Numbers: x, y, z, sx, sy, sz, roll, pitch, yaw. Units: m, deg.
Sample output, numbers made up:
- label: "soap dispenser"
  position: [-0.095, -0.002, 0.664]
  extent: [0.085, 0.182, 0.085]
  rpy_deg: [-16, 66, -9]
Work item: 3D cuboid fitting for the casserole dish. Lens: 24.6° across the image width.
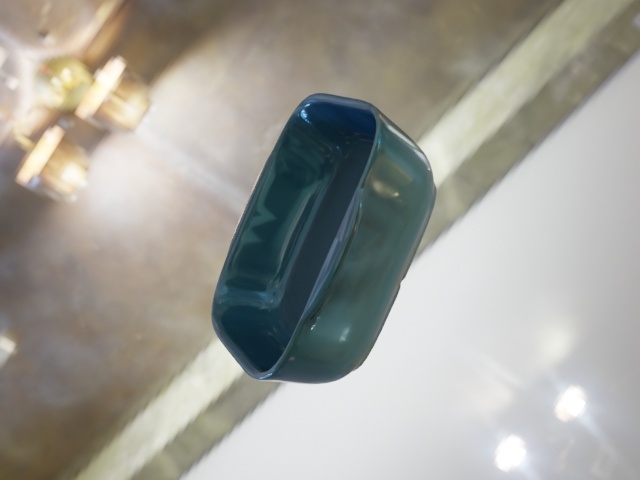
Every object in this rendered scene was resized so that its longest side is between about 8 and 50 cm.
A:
- label: "casserole dish"
  position: [0.000, 0.000, 0.595]
  extent: [0.114, 0.037, 0.188]
  rpy_deg: [-66, -165, 2]
